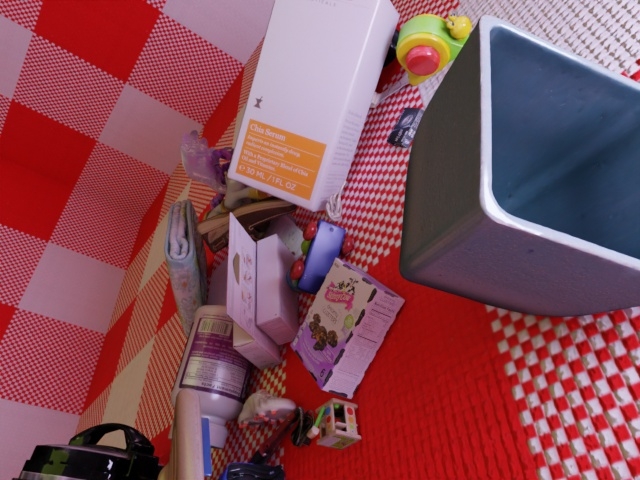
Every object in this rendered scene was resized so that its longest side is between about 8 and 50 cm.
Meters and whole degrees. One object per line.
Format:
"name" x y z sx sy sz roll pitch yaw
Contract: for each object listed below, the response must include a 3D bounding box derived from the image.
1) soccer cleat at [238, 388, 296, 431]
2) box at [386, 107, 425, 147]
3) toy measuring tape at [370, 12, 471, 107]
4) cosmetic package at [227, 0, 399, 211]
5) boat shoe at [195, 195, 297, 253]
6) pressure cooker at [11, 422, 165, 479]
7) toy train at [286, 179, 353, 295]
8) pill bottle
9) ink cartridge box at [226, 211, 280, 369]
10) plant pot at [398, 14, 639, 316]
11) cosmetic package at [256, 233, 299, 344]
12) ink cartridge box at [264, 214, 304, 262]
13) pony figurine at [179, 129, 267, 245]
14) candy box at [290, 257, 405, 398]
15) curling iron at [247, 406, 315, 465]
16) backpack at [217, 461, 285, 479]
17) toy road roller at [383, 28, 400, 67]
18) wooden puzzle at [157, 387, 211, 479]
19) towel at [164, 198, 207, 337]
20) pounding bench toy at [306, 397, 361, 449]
"soccer cleat" -0.113 0.339 0.992 0.196 0.068 0.076 -37 35 46
"box" 0.180 -0.237 1.015 0.083 0.018 0.067 -62 27 4
"toy measuring tape" 0.180 -0.391 1.045 0.330 0.121 0.121 -18 52 55
"cosmetic package" -0.019 -0.314 1.063 0.161 0.230 0.453 -16 -54 -69
"boat shoe" -0.189 -0.035 1.294 0.342 0.123 0.123 -15 8 32
"pressure cooker" -0.577 0.672 1.195 0.375 0.369 0.420 103 177 -60
"toy train" 0.000 0.000 1.057 0.143 0.105 0.248 -26 44 69
"pill bottle" -0.250 0.318 1.133 0.169 0.169 0.302 -26 45 50
"ink cartridge box" -0.168 0.113 1.078 0.060 0.239 0.275 -19 48 14
"plant pot" 0.216 -0.044 0.565 0.252 0.247 0.247 131 153 -59
"cosmetic package" -0.099 0.107 1.101 0.060 0.099 0.239 -20 45 14
"ink cartridge box" -0.118 0.024 1.305 0.232 0.066 0.189 40 103 40
"pony figurine" -0.273 -0.188 1.528 0.363 0.302 0.351 -25 60 40
"candy box" 0.041 0.150 0.872 0.196 0.070 0.165 -63 27 4
"curling iron" -0.098 0.410 0.934 0.274 0.035 0.068 -48 31 28
"backpack" -0.131 0.459 0.857 0.101 0.120 0.098 -54 30 18
"toy road roller" 0.053 -0.488 1.269 0.329 0.202 0.241 -46 20 21
"wooden puzzle" -0.240 0.496 0.881 0.322 0.080 0.348 -108 32 -44
"towel" -0.424 0.081 1.572 0.374 0.090 0.321 -107 11 -54
"pounding bench toy" 0.015 0.291 0.784 0.052 0.083 0.065 -44 34 33
